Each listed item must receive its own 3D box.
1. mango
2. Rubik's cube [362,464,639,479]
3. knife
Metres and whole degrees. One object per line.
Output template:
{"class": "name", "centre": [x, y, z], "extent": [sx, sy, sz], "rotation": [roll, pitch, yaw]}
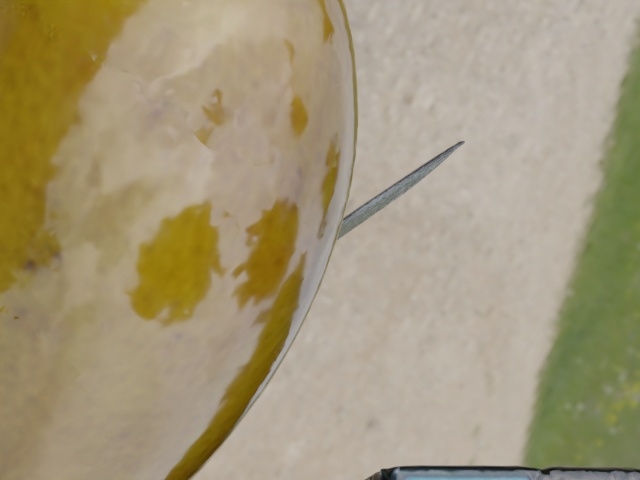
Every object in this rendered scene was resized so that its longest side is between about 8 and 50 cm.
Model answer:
{"class": "mango", "centre": [-0.124, 0.010, 0.776], "extent": [0.264, 0.221, 0.378], "rotation": [42, -67, 57]}
{"class": "Rubik's cube", "centre": [0.089, 0.218, 0.959], "extent": [0.183, 0.180, 0.167], "rotation": [128, -38, -63]}
{"class": "knife", "centre": [0.000, 0.000, 0.944], "extent": [0.230, 0.028, 0.060], "rotation": [-34, 176, -36]}
